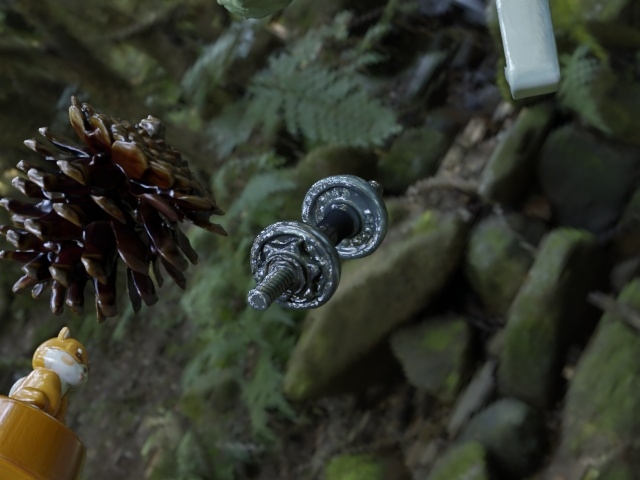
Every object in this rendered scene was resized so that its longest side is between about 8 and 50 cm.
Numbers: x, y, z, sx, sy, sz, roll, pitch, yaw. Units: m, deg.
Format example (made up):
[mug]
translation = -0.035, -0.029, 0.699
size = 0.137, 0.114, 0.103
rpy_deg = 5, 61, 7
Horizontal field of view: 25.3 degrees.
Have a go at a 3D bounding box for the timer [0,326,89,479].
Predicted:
[timer]
translation = -0.251, 0.149, 1.267
size = 0.152, 0.132, 0.132
rpy_deg = -66, 5, -29

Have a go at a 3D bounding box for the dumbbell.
[dumbbell]
translation = 0.000, 0.000, 1.206
size = 0.082, 0.081, 0.254
rpy_deg = -60, -9, 31

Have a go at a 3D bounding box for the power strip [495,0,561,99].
[power strip]
translation = 0.199, -0.345, 1.514
size = 0.091, 0.062, 0.385
rpy_deg = 12, -111, -81

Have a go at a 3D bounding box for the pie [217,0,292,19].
[pie]
translation = 0.011, -0.255, 0.727
size = 0.302, 0.067, 0.302
rpy_deg = -46, -27, -32

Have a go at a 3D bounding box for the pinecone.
[pinecone]
translation = -0.251, -0.024, 1.647
size = 0.264, 0.264, 0.264
rpy_deg = -62, 4, 7
